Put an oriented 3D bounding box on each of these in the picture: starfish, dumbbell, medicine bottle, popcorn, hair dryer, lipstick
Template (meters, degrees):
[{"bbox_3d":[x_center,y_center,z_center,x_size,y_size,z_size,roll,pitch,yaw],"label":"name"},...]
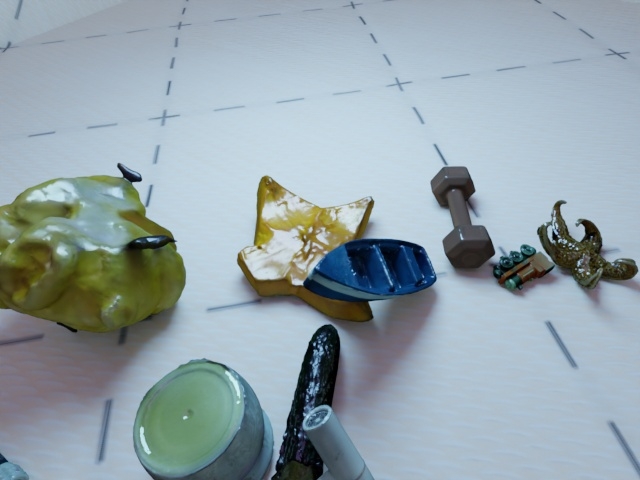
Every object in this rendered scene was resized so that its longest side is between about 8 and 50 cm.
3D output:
[{"bbox_3d":[0.459,0.007,0.735,0.146,0.074,0.190,-5,49,-15],"label":"starfish"},{"bbox_3d":[0.275,-0.050,0.803,0.092,0.082,0.231,-1,48,5],"label":"dumbbell"},{"bbox_3d":[-0.143,0.248,0.525,0.147,0.143,0.147,-6,46,6],"label":"medicine bottle"},{"bbox_3d":[-0.378,0.036,0.687,0.297,0.281,0.316,28,13,-18],"label":"popcorn"},{"bbox_3d":[-0.029,0.308,0.489,0.183,0.155,0.044,-29,7,-3],"label":"hair dryer"},{"bbox_3d":[-0.454,0.310,0.568,0.116,0.037,0.037,20,52,27],"label":"lipstick"}]

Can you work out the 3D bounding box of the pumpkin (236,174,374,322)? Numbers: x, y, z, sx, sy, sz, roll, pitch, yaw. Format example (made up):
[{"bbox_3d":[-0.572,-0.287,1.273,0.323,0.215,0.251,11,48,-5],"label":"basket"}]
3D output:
[{"bbox_3d":[-0.023,0.012,0.762,0.258,0.095,0.290,7,52,4],"label":"pumpkin"}]

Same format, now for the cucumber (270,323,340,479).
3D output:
[{"bbox_3d":[-0.010,0.220,0.592,0.067,0.067,0.245,6,50,10],"label":"cucumber"}]

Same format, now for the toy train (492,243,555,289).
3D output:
[{"bbox_3d":[0.361,0.050,0.735,0.103,0.044,0.064,-26,62,-18],"label":"toy train"}]

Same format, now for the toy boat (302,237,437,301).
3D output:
[{"bbox_3d":[0.081,0.050,0.635,0.299,0.062,0.096,2,64,-47],"label":"toy boat"}]
